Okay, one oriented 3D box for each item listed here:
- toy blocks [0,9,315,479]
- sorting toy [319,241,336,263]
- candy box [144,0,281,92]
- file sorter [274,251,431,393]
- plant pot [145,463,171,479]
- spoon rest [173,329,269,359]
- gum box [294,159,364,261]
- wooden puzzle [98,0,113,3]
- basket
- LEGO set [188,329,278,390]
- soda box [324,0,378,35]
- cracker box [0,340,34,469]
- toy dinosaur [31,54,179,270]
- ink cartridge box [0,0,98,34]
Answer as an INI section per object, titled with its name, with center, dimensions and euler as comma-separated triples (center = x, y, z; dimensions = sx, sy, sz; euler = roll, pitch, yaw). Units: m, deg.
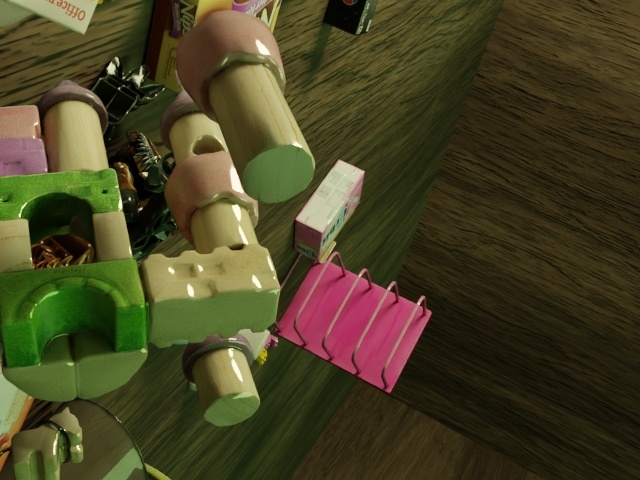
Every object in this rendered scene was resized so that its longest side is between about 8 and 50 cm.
[toy blocks]
center = -0.185, -0.023, 0.553
dimensions = 0.288, 0.260, 0.309
euler = -7, 136, -19
[sorting toy]
center = 0.000, 0.000, 1.642
dimensions = 0.083, 0.062, 0.012
euler = -58, 175, -22
[candy box]
center = -0.109, -0.232, 0.851
dimensions = 0.186, 0.053, 0.109
euler = -38, 151, -58
[file sorter]
center = 0.060, 0.154, 1.679
dimensions = 0.202, 0.290, 0.182
euler = -60, 163, -15
[plant pot]
center = -0.307, 0.477, 1.057
dimensions = 0.254, 0.276, 0.276
euler = -26, 142, -49
[spoon rest]
center = -0.172, 0.118, 1.244
dimensions = 0.137, 0.084, 0.276
euler = -62, 153, -13
[gum box]
center = 0.020, -0.064, 1.599
dimensions = 0.188, 0.062, 0.107
euler = -55, 164, -31
[wooden puzzle]
center = -0.165, -0.252, 0.699
dimensions = 0.116, 0.014, 0.079
euler = -45, 161, -52
[basket]
center = -0.323, 0.316, 0.877
dimensions = 0.227, 0.154, 0.204
euler = -41, 153, -50
[LEGO set]
center = -0.135, 0.200, 1.449
dimensions = 0.227, 0.093, 0.087
euler = -44, 156, -53
[soda box]
center = 0.063, -0.393, 1.170
dimensions = 0.053, 0.060, 0.169
euler = -37, 151, -59
[cracker box]
center = -0.350, 0.172, 0.675
dimensions = 0.156, 0.067, 0.232
euler = -65, 165, 2
[toy dinosaur]
center = -0.187, -0.029, 0.770
dimensions = 0.218, 0.164, 0.322
euler = -53, -165, 31
[ink cartridge box]
center = -0.192, -0.208, 0.517
dimensions = 0.143, 0.090, 0.092
euler = -66, 166, 7
